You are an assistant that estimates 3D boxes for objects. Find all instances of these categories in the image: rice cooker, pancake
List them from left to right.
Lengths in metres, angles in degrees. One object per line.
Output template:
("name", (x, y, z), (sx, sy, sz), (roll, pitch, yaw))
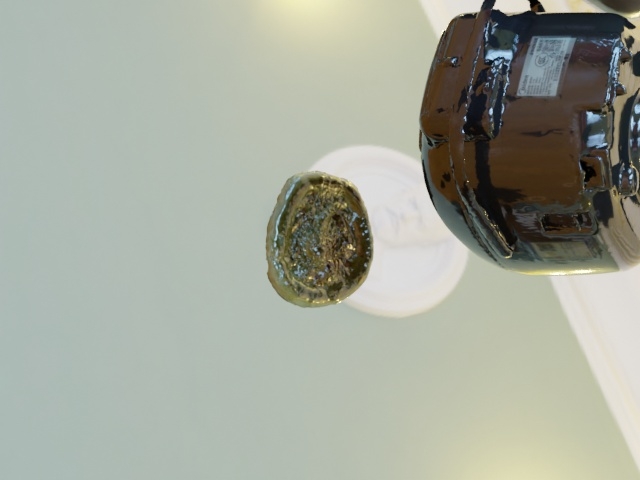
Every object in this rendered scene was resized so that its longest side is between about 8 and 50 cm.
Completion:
("pancake", (0.000, -0.001, 0.632), (0.017, 0.108, 0.108), (0, -80, 50))
("rice cooker", (0.135, -0.055, 0.492), (0.118, 0.203, 0.142), (5, -109, 35))

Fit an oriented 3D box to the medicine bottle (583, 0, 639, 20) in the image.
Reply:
("medicine bottle", (0.127, -0.232, 0.473), (0.215, 0.135, 0.135), (33, -34, 0))
